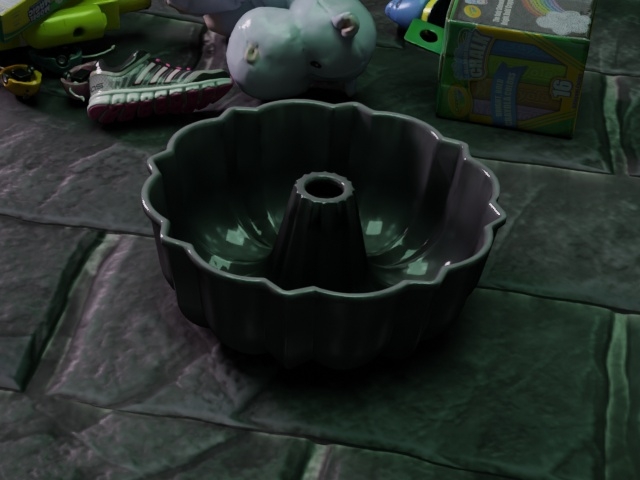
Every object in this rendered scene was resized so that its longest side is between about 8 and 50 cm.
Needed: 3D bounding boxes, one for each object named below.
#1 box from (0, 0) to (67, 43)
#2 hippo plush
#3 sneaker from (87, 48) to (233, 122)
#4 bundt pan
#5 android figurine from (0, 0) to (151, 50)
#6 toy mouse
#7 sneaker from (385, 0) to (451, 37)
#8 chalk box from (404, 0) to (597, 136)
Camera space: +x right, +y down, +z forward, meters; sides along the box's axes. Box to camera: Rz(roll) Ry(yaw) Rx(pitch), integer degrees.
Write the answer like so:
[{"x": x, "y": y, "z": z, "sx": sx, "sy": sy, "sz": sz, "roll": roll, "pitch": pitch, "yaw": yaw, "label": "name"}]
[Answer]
[{"x": -0.351, "y": -0.302, "z": 1.526, "sx": 0.105, "sy": 0.043, "sz": 0.179, "roll": 24, "pitch": 47, "yaw": 20, "label": "box"}, {"x": -0.025, "y": -0.272, "z": 1.574, "sx": 0.294, "sy": 0.234, "sz": 0.237, "roll": -19, "pitch": 70, "yaw": -7, "label": "hippo plush"}, {"x": -0.185, "y": -0.184, "z": 1.482, "sx": 0.170, "sy": 0.063, "sz": 0.075, "roll": -10, "pitch": 73, "yaw": -14, "label": "sneaker"}, {"x": 0.000, "y": 0.000, "z": 1.206, "sx": 0.330, "sy": 0.124, "sz": 0.331, "roll": 3, "pitch": 36, "yaw": -2, "label": "bundt pan"}, {"x": -0.357, "y": -0.307, "z": 1.611, "sx": 0.272, "sy": 0.056, "sz": 0.248, "roll": -12, "pitch": 42, "yaw": -22, "label": "android figurine"}, {"x": -0.299, "y": -0.196, "z": 1.531, "sx": 0.161, "sy": 0.031, "sz": 0.143, "roll": 28, "pitch": 42, "yaw": 36, "label": "toy mouse"}, {"x": 0.167, "y": -0.334, "z": 1.753, "sx": 0.082, "sy": 0.069, "sz": 0.209, "roll": 23, "pitch": 39, "yaw": 31, "label": "sneaker"}, {"x": 0.207, "y": -0.221, "z": 1.543, "sx": 0.213, "sy": 0.132, "sz": 0.132, "roll": 10, "pitch": 36, "yaw": 10, "label": "chalk box"}]
